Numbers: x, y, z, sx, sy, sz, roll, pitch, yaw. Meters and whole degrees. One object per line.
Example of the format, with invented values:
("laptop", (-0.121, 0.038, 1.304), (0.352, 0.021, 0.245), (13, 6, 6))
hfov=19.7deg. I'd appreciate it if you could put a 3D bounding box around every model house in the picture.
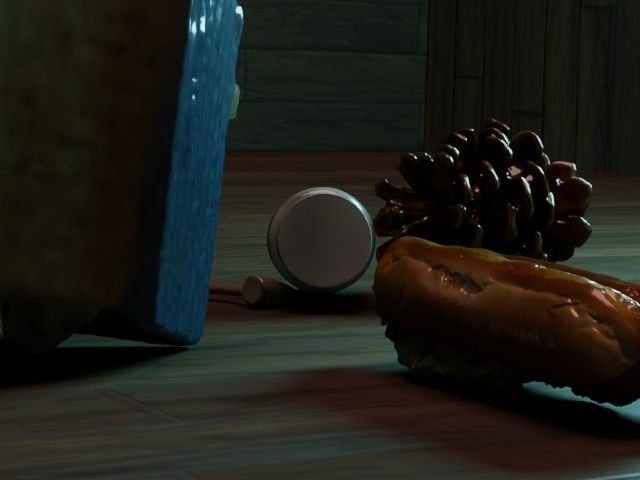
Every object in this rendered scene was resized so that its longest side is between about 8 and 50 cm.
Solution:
("model house", (-0.256, -0.054, 1.474), (0.343, 0.334, 0.382), (10, -6, -43))

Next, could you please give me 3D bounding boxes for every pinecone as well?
("pinecone", (0.146, -0.022, 1.799), (0.185, 0.168, 0.212), (-33, -7, 40))

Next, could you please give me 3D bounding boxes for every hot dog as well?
("hot dog", (0.145, 0.063, 1.327), (0.135, 0.100, 0.337), (8, 3, -32))

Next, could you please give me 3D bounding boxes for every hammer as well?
("hammer", (-0.113, 0.044, 1.794), (0.195, 0.028, 0.060), (4, -2, 36))

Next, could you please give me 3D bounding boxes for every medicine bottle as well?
("medicine bottle", (0.000, 0.000, 1.787), (0.103, 0.102, 0.187), (1, 1, -3))
